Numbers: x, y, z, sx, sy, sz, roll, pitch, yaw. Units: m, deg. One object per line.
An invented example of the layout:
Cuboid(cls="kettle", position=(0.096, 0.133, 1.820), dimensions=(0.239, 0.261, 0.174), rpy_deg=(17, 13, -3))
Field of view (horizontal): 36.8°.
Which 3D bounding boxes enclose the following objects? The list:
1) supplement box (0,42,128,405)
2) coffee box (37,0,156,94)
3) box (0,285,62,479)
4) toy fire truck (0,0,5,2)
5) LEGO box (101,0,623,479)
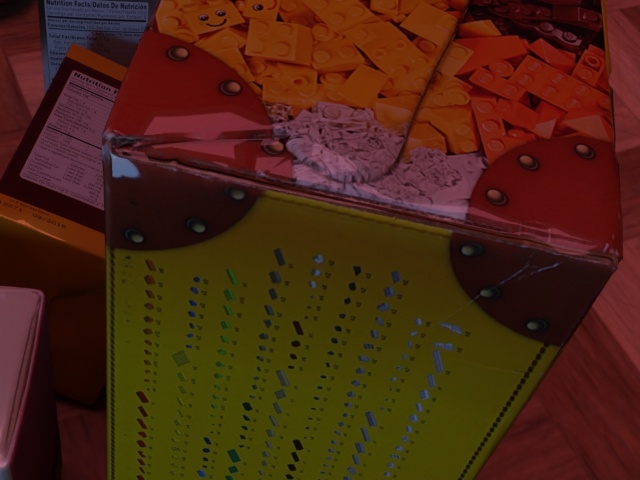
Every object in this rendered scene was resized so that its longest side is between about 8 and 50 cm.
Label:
Cuboid(cls="supplement box", position=(-0.191, -0.011, 0.776), dimensions=(0.129, 0.191, 0.194), rpy_deg=(23, 46, -13))
Cuboid(cls="coffee box", position=(-0.202, -0.173, 0.891), dimensions=(0.098, 0.247, 0.141), rpy_deg=(0, 51, -12))
Cuboid(cls="box", position=(-0.257, 0.142, 0.634), dimensions=(0.148, 0.232, 0.127), rpy_deg=(5, 50, -8))
Cuboid(cls="toy fire truck", position=(-0.409, -0.408, 1.109), dimensions=(0.253, 0.169, 0.302), rpy_deg=(17, 47, 27))
Cuboid(cls="LEGO box", position=(0.000, 0.000, 0.628), dimensions=(0.193, 0.500, 0.373), rpy_deg=(12, 50, -3))
